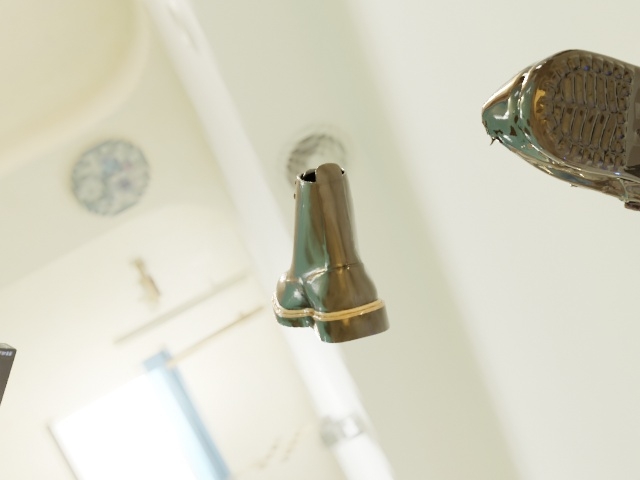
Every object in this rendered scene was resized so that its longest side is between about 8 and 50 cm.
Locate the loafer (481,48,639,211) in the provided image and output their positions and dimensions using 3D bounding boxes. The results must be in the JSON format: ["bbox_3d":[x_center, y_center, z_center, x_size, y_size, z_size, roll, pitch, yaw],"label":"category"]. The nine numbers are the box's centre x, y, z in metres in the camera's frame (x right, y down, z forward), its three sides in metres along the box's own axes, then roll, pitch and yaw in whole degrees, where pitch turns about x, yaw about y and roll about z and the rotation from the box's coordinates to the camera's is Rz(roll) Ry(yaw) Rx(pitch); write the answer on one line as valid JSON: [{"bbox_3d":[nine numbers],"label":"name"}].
[{"bbox_3d":[0.179,-0.058,0.927,0.220,0.080,0.078,19,-8,-35],"label":"loafer"}]

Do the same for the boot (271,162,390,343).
[{"bbox_3d":[0.000,0.000,1.341,0.198,0.076,0.137,-170,-113,-70],"label":"boot"}]

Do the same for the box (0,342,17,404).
[{"bbox_3d":[-0.332,0.128,1.571,0.018,0.067,0.083,22,7,37],"label":"box"}]
